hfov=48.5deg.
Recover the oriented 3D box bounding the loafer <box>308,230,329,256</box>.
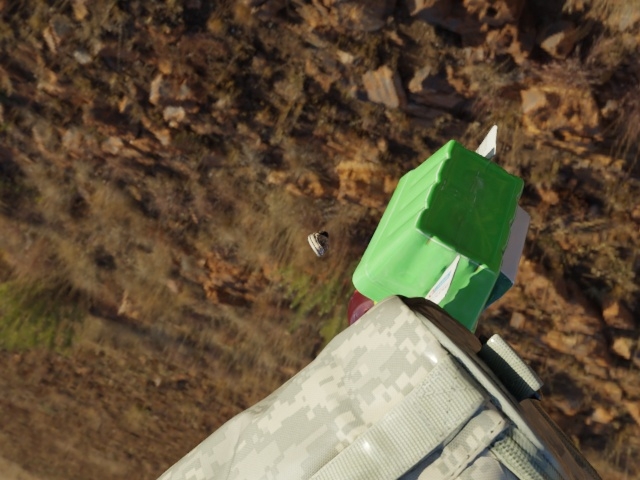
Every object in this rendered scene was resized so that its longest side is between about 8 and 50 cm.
[{"bbox_3d":[0.000,0.000,1.449,0.045,0.039,0.125,57,-177,-10],"label":"loafer"}]

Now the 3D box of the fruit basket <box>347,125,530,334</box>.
[{"bbox_3d":[0.129,0.062,0.932,0.166,0.327,0.353,25,135,4],"label":"fruit basket"}]

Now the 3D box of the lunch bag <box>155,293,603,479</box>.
[{"bbox_3d":[0.006,0.180,0.414,0.212,0.305,0.256,51,-176,28],"label":"lunch bag"}]
